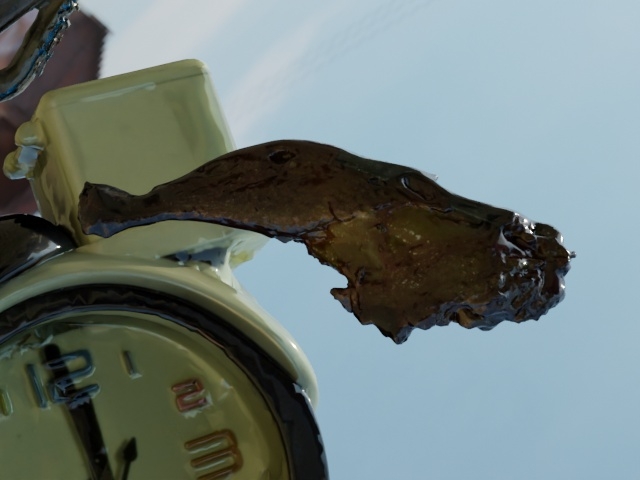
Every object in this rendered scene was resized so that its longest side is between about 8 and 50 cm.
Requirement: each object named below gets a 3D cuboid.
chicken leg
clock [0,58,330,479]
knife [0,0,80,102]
[{"bbox_3d":[0.002,-0.003,0.415,0.037,0.145,0.062,90,23,-48],"label":"chicken leg"},{"bbox_3d":[-0.184,0.080,0.504,0.379,0.276,0.120,-13,169,-24],"label":"clock"},{"bbox_3d":[-0.073,-0.204,0.722,0.365,0.089,0.043,-42,-142,-9],"label":"knife"}]
